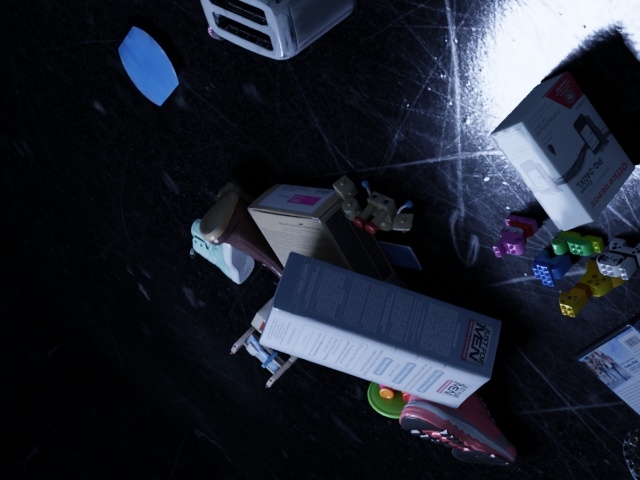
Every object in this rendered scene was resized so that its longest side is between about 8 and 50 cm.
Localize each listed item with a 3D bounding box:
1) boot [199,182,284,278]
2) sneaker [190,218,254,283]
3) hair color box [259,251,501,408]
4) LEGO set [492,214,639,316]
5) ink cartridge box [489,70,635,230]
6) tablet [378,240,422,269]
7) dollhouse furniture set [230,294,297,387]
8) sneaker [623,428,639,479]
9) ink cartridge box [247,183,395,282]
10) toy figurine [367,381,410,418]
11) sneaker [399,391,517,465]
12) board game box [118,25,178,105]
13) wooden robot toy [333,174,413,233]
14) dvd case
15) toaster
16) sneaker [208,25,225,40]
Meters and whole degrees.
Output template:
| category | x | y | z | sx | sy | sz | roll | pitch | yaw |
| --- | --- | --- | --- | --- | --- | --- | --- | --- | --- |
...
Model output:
| category | x | y | z | sx | sy | sz | roll | pitch | yaw |
| --- | --- | --- | --- | --- | --- | --- | --- | --- | --- |
| boot | -0.124 | -0.001 | 1.862 | 0.207 | 0.090 | 0.248 | 47 | -163 | -14 |
| sneaker | -0.223 | -0.007 | 2.092 | 0.151 | 0.094 | 0.256 | 32 | 155 | 13 |
| hair color box | 0.097 | 0.158 | 1.669 | 0.374 | 0.113 | 0.185 | 19 | 153 | -2 |
| LEGO set | 0.333 | 0.044 | 1.325 | 0.227 | 0.093 | 0.087 | 15 | 142 | 47 |
| ink cartridge box | 0.288 | -0.104 | 1.151 | 0.150 | 0.109 | 0.063 | 51 | 151 | -12 |
| tablet | 0.138 | 0.026 | 1.699 | 0.083 | 0.006 | 0.054 | 12 | 139 | 52 |
| dollhouse furniture set | -0.110 | 0.233 | 2.248 | 0.129 | 0.129 | 0.183 | 42 | 155 | 6 |
| sneaker | 0.567 | 0.389 | 1.513 | 0.237 | 0.085 | 0.086 | 43 | -178 | 21 |
| ink cartridge box | 0.000 | 0.000 | 1.773 | 0.235 | 0.088 | 0.193 | 12 | 138 | 53 |
| toy figurine | 0.172 | 0.249 | 1.888 | 0.173 | 0.130 | 0.159 | 9 | 132 | 19 |
| sneaker | 0.282 | 0.333 | 1.838 | 0.116 | 0.136 | 0.314 | -7 | 148 | 45 |
| board game box | -0.312 | -0.332 | 1.820 | 0.133 | 0.033 | 0.169 | 53 | 149 | -5 |
| wooden robot toy | 0.092 | -0.038 | 1.606 | 0.173 | 0.076 | 0.079 | 28 | 161 | 34 |
| dvd case | 0.507 | 0.226 | 1.421 | 0.253 | 0.022 | 0.180 | 42 | 156 | 7 |
| toaster | -0.058 | -0.332 | 1.293 | 0.227 | 0.146 | 0.129 | 30 | 152 | 30 |
| sneaker | -0.140 | -0.346 | 1.527 | 0.057 | 0.047 | 0.119 | 32 | 156 | 1 |
